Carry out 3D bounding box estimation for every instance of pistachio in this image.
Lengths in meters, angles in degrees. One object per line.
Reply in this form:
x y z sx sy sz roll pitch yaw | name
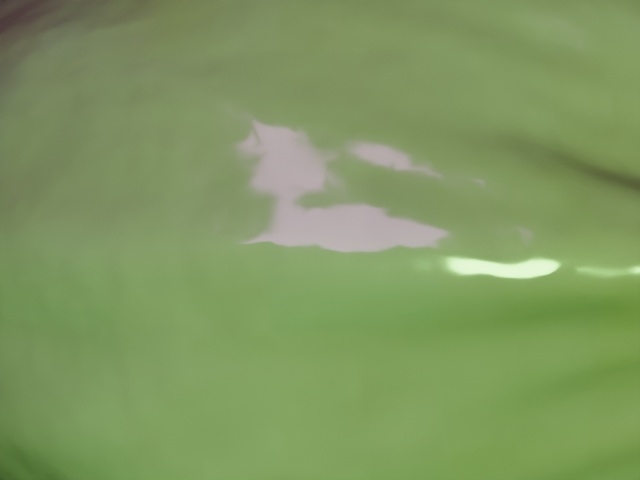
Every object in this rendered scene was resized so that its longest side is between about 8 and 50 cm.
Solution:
0.000 0.000 0.422 0.331 0.208 0.226 -3 10 3 | pistachio
